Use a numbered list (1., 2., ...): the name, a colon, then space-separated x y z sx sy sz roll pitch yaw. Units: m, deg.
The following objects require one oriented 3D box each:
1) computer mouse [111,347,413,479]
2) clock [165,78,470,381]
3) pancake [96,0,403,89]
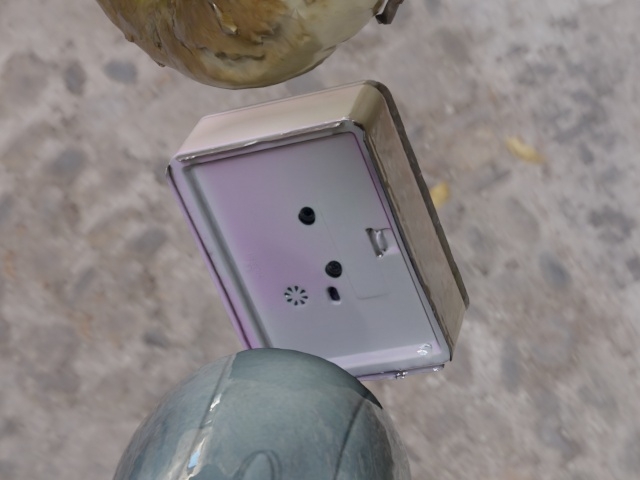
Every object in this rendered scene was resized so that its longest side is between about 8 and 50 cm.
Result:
1. computer mouse: -0.057 0.230 1.112 0.188 0.122 0.371 12 73 8
2. clock: 0.000 0.000 1.290 0.147 0.192 0.071 -11 29 24
3. pancake: -0.091 -0.229 0.797 0.071 0.382 0.382 -30 58 -24
